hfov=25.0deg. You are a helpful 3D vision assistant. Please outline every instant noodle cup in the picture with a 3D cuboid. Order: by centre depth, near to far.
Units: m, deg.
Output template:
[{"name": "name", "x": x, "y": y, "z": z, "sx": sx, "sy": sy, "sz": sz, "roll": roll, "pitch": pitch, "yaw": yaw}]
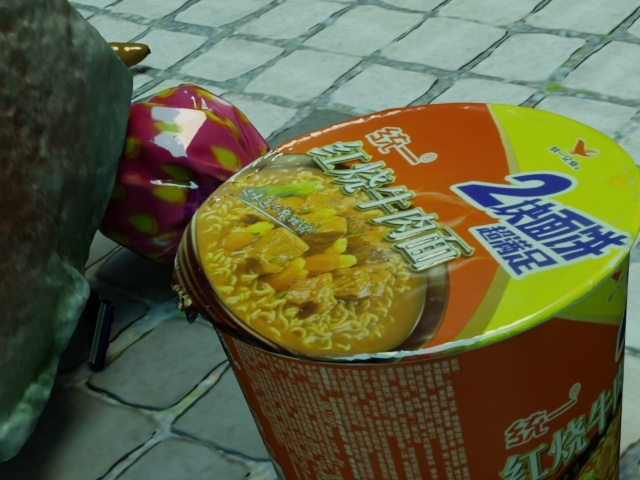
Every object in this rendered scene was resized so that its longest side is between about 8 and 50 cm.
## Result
[{"name": "instant noodle cup", "x": 0.052, "y": 0.058, "z": 0.683, "sx": 0.213, "sy": 0.174, "sz": 0.213, "roll": -9, "pitch": 32, "yaw": 5}]

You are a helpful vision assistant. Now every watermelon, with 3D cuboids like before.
[{"name": "watermelon", "x": -0.204, "y": -0.024, "z": 0.805, "sx": 0.151, "sy": 0.302, "sz": 0.264, "roll": 9, "pitch": 61, "yaw": 9}]

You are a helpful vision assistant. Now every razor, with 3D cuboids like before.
[{"name": "razor", "x": -0.167, "y": 0.036, "z": 0.939, "sx": 0.028, "sy": 0.044, "sz": 0.154, "roll": 2, "pitch": 16, "yaw": -37}]

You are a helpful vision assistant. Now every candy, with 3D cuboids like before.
[{"name": "candy", "x": 0.000, "y": 0.000, "z": 0.874, "sx": 0.365, "sy": 0.124, "sz": 0.124, "roll": 24, "pitch": 47, "yaw": 33}]

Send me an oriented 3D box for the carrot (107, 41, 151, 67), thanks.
[{"name": "carrot", "x": -0.310, "y": -0.132, "z": 1.223, "sx": 0.336, "sy": 0.069, "sz": 0.069, "roll": -14, "pitch": 32, "yaw": -6}]
